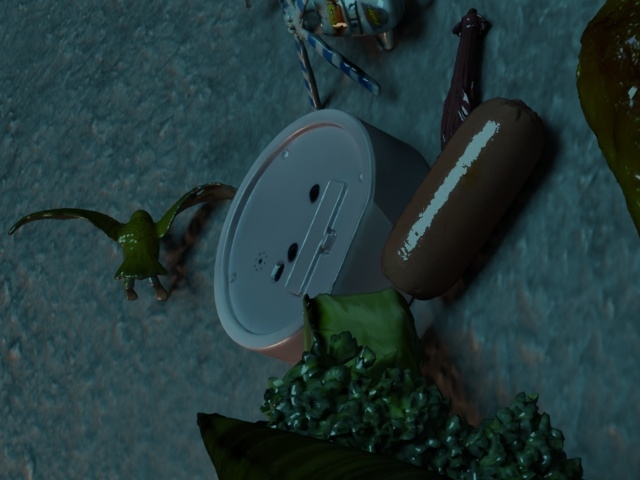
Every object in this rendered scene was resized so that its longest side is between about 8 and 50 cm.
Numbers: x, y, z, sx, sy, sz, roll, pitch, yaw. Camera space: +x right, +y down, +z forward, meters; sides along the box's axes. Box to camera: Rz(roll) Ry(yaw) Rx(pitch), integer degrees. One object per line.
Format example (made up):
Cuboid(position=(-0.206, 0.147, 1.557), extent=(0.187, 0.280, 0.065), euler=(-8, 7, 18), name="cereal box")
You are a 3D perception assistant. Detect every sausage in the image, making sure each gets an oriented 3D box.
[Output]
Cuboid(position=(0.099, -0.030, 0.969), extent=(0.154, 0.062, 0.062), euler=(-57, 34, 14), name="sausage")

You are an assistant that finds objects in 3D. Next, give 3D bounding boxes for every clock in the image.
Cuboid(position=(0.000, 0.000, 1.088), extent=(0.197, 0.068, 0.197), euler=(-32, 46, 41), name="clock")

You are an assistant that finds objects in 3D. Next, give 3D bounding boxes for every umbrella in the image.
Cuboid(position=(0.105, -0.103, 1.042), extent=(0.027, 0.025, 0.165), euler=(135, 149, -61), name="umbrella")

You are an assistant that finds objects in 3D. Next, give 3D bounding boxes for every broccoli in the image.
Cuboid(position=(0.046, 0.155, 0.833), extent=(0.221, 0.252, 0.361), euler=(-28, 3, 6), name="broccoli")

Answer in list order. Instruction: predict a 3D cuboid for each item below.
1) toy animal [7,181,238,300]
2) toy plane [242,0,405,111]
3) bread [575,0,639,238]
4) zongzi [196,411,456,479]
Cuboid(position=(-0.176, 0.010, 1.323), extent=(0.155, 0.219, 0.095), euler=(95, 168, -75), name="toy animal")
Cuboid(position=(-0.001, -0.210, 1.230), extent=(0.182, 0.107, 0.273), euler=(69, 167, -7), name="toy plane")
Cuboid(position=(0.247, -0.026, 0.700), extent=(0.185, 0.109, 0.380), euler=(-50, 37, 34), name="bread")
Cuboid(position=(0.084, 0.294, 0.552), extent=(0.432, 0.207, 0.403), euler=(14, 105, 42), name="zongzi")
